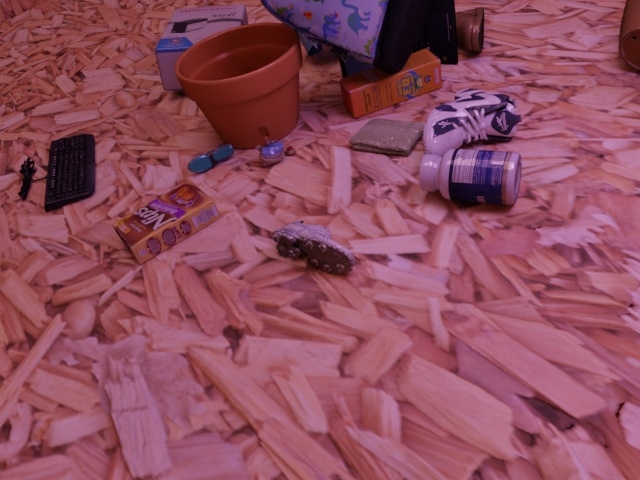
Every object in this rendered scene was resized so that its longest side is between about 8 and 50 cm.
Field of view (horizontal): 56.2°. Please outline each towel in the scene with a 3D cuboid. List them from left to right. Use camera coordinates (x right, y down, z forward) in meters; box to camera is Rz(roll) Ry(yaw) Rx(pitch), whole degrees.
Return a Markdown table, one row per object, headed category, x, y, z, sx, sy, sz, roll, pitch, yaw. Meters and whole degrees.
| category | x | y | z | sx | sy | sz | roll | pitch | yaw |
| --- | --- | --- | --- | --- | --- | --- | --- | --- | --- |
| towel | 0.146 | -0.228 | 1.299 | 0.148 | 0.027 | 0.110 | 15 | 50 | 31 |

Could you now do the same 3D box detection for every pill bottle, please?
| category | x | y | z | sx | sy | sz | roll | pitch | yaw |
| --- | --- | --- | --- | --- | --- | --- | --- | --- | --- |
| pill bottle | 0.270 | -0.117 | 1.083 | 0.169 | 0.094 | 0.094 | 8 | 45 | 25 |

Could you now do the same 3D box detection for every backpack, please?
| category | x | y | z | sx | sy | sz | roll | pitch | yaw |
| --- | --- | --- | --- | --- | --- | --- | --- | --- | --- |
| backpack | 0.039 | -0.545 | 1.278 | 0.355 | 0.290 | 0.273 | 33 | 35 | 16 |

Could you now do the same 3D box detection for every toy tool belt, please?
| category | x | y | z | sx | sy | sz | roll | pitch | yaw |
| --- | --- | --- | --- | --- | --- | --- | --- | --- | --- |
| toy tool belt | -0.099 | -0.202 | 1.327 | 0.083 | 0.051 | 0.052 | -22 | 41 | -8 |

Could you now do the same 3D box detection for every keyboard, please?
| category | x | y | z | sx | sy | sz | roll | pitch | yaw |
| --- | --- | --- | --- | --- | --- | --- | --- | --- | --- |
| keyboard | -0.661 | -0.172 | 1.489 | 0.201 | 0.033 | 0.317 | -21 | 40 | -6 |

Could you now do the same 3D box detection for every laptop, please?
| category | x | y | z | sx | sy | sz | roll | pitch | yaw |
| --- | --- | --- | --- | --- | --- | --- | --- | --- | --- |
| laptop | 0.181 | -0.506 | 1.445 | 0.264 | 0.234 | 0.137 | 10 | 47 | 26 |

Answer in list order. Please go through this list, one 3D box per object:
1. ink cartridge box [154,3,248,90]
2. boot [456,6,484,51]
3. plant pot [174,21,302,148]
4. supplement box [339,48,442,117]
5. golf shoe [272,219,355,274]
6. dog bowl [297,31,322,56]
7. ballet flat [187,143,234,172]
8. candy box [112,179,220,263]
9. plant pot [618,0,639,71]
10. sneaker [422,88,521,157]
| category | x | y | z | sx | sy | sz | roll | pitch | yaw |
| --- | --- | --- | --- | --- | --- | --- | --- | --- | --- |
| ink cartridge box | -0.330 | -0.565 | 1.737 | 0.223 | 0.129 | 0.308 | -3 | 41 | 2 |
| boot | 0.290 | -0.542 | 1.570 | 0.269 | 0.089 | 0.236 | 0 | 29 | 16 |
| plant pot | -0.170 | -0.353 | 1.406 | 0.290 | 0.204 | 0.291 | -8 | 40 | 7 |
| supplement box | 0.168 | -0.373 | 1.419 | 0.233 | 0.078 | 0.080 | -23 | 41 | -8 |
| golf shoe | 0.000 | 0.000 | 1.059 | 0.176 | 0.069 | 0.086 | 21 | 46 | 34 |
| dog bowl | 0.049 | -0.633 | 1.683 | 0.297 | 0.074 | 0.166 | -43 | 3 | -28 |
| ballet flat | -0.253 | -0.186 | 1.376 | 0.114 | 0.041 | 0.041 | -27 | 42 | -14 |
| candy box | -0.311 | -0.040 | 1.211 | 0.186 | 0.053 | 0.109 | -34 | 44 | -19 |
| plant pot | 0.750 | -0.488 | 1.276 | 0.237 | 0.237 | 0.254 | 25 | 68 | 37 |
| sneaker | 0.314 | -0.232 | 1.197 | 0.153 | 0.094 | 0.235 | 10 | 36 | 39 |
